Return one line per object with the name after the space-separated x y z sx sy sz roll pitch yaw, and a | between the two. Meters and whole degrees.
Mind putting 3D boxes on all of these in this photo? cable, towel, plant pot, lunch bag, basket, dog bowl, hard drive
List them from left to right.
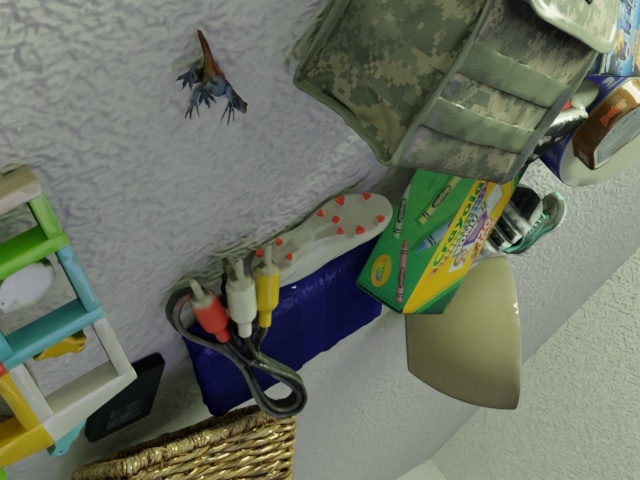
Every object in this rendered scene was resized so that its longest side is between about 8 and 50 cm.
-0.255 0.206 1.112 0.094 0.022 0.135 -23 153 -35 | hard drive
-0.201 0.320 1.225 0.299 0.213 0.223 -14 115 -37 | basket
-0.092 0.136 1.040 0.139 0.072 0.287 -24 124 -14 | cable
-0.047 0.106 1.197 0.308 0.076 0.228 -31 149 -20 | towel
0.254 0.173 1.589 0.190 0.284 0.284 -3 156 5 | plant pot
0.156 -0.208 0.786 0.235 0.169 0.287 2 126 -54 | lunch bag
0.419 -0.203 1.228 0.264 0.104 0.265 -24 150 -15 | dog bowl

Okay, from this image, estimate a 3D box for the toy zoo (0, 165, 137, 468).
-0.275 0.098 0.729 0.192 0.030 0.293 -31 135 -20 | toy zoo

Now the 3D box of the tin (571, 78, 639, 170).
0.371 -0.143 1.089 0.106 0.040 0.189 -39 163 11 | tin

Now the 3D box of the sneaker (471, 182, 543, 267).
0.228 0.006 1.400 0.292 0.110 0.118 -33 166 7 | sneaker

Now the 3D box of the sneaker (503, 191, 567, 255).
0.413 -0.026 1.670 0.076 0.065 0.166 -9 142 -45 | sneaker

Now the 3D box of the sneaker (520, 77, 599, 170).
0.244 -0.167 1.012 0.107 0.118 0.279 -41 -178 31 | sneaker

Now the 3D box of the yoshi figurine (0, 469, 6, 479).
-0.411 0.378 0.981 0.203 0.203 0.362 -40 162 -15 | yoshi figurine

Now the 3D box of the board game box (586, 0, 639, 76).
0.341 -0.266 1.007 0.194 0.060 0.194 10 90 -58 | board game box

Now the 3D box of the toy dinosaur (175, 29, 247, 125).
-0.082 -0.130 0.723 0.090 0.047 0.082 -63 168 26 | toy dinosaur

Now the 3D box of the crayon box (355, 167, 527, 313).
0.174 -0.037 1.151 0.278 0.081 0.165 -62 154 10 | crayon box

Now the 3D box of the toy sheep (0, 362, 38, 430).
-0.318 0.159 0.838 0.132 0.091 0.091 -41 160 28 | toy sheep

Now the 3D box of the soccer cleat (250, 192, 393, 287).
0.000 0.000 1.073 0.196 0.068 0.076 -27 161 -10 | soccer cleat
